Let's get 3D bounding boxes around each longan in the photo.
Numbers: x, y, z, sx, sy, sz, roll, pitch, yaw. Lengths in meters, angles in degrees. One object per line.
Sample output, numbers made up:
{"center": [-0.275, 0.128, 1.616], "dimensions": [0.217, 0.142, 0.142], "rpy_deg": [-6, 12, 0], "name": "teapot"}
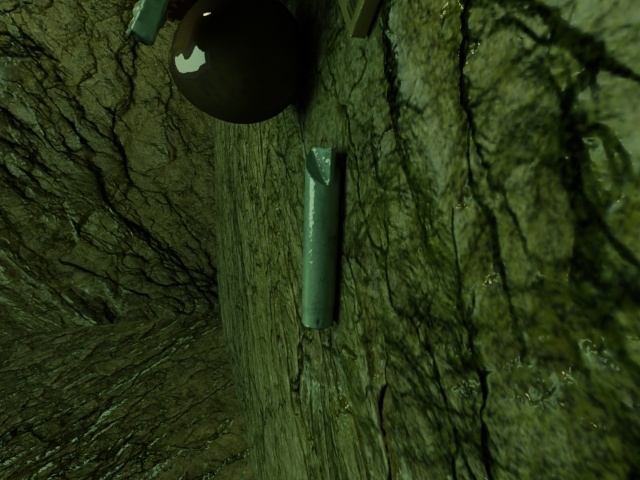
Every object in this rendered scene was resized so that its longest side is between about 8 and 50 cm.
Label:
{"center": [-0.158, -0.348, 0.784], "dimensions": [0.258, 0.258, 0.257], "rpy_deg": [176, 90, -71], "name": "longan"}

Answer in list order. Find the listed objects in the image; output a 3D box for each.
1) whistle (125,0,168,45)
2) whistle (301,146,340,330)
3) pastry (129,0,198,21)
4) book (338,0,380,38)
{"center": [-0.144, -0.455, 0.569], "dimensions": [0.188, 0.405, 0.168], "rpy_deg": [57, -175, -41], "name": "whistle"}
{"center": [0.000, 0.000, 0.691], "dimensions": [0.062, 0.062, 0.311], "rpy_deg": [-142, 51, -65], "name": "whistle"}
{"center": [-0.254, -0.597, 0.795], "dimensions": [0.292, 0.338, 0.405], "rpy_deg": [62, -154, -22], "name": "pastry"}
{"center": [0.049, -0.404, 0.530], "dimensions": [0.161, 0.027, 0.230], "rpy_deg": [120, 143, -57], "name": "book"}
